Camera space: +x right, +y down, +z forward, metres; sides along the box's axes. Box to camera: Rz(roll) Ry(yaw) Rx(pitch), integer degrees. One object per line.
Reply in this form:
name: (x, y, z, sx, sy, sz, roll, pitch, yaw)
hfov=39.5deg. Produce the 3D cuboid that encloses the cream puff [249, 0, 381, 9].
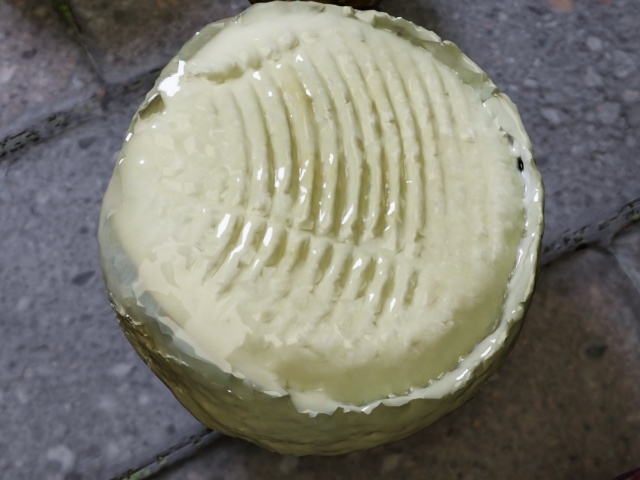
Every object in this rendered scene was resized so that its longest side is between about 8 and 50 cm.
cream puff: (-0.003, -0.203, 0.629, 0.116, 0.094, 0.122, 28, 51, 6)

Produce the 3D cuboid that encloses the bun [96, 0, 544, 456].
bun: (0.000, 0.000, 0.523, 0.259, 0.152, 0.259, 4, 70, -11)

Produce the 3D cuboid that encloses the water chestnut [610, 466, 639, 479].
water chestnut: (0.206, 0.235, 0.390, 0.244, 0.289, 0.289, -32, 74, -5)
